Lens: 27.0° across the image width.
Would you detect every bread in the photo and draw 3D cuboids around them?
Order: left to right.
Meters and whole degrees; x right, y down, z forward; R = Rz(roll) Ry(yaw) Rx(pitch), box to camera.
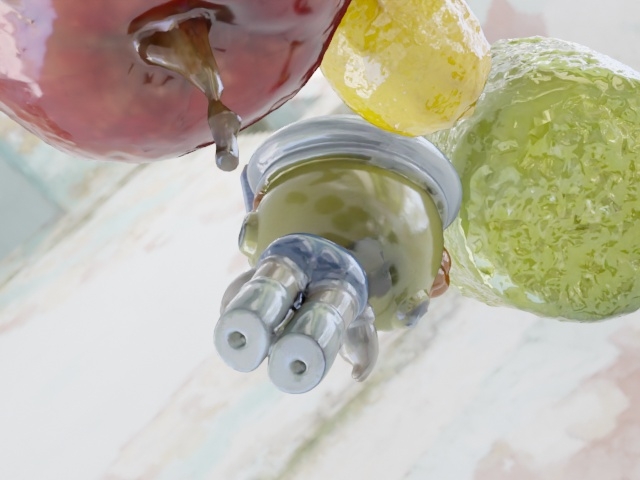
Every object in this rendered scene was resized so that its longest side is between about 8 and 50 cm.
[{"bbox_3d":[0.265,-0.062,1.553,0.348,0.348,0.308,-38,-170,5],"label":"bread"}]

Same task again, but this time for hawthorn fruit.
[{"bbox_3d":[-0.076,-0.132,0.598,0.242,0.242,0.272,-32,-132,23],"label":"hawthorn fruit"}]

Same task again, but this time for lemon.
[{"bbox_3d":[0.053,-0.139,0.934,0.114,0.155,0.114,-42,-160,19],"label":"lemon"}]

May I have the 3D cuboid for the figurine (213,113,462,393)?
[{"bbox_3d":[0.029,0.011,1.215,0.382,0.224,0.205,-87,-167,-64],"label":"figurine"}]
